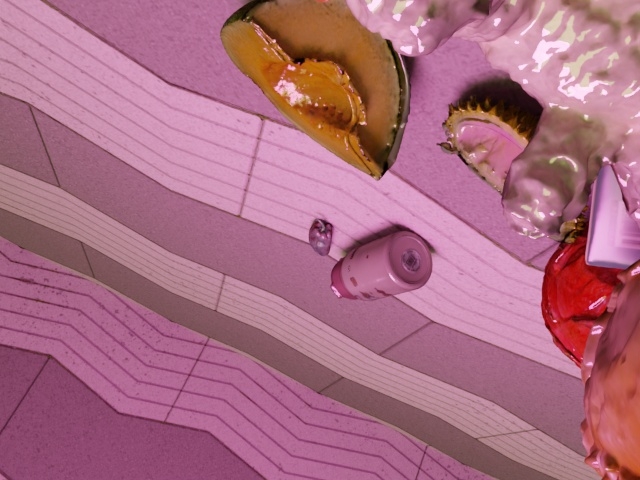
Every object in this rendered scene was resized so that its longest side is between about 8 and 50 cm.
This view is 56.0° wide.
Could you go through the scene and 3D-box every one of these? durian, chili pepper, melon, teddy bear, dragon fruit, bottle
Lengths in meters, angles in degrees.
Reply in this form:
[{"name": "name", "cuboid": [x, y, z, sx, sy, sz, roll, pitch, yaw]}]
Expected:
[{"name": "durian", "cuboid": [0.243, -0.106, 0.723, 0.221, 0.095, 0.137, 40, 151, 23]}, {"name": "chili pepper", "cuboid": [-0.001, 0.000, 1.215, 0.153, 0.041, 0.050, 101, 145, -64]}, {"name": "melon", "cuboid": [-0.003, -0.213, 0.731, 0.265, 0.129, 0.169, 42, 173, -38]}, {"name": "teddy bear", "cuboid": [0.266, -0.096, 0.422, 0.327, 0.375, 0.362, -40, 76, 31]}, {"name": "dragon fruit", "cuboid": [0.404, 0.080, 0.787, 0.241, 0.241, 0.252, 7, 128, 34]}, {"name": "bottle", "cuboid": [0.103, 0.058, 1.151, 0.110, 0.109, 0.233, 34, 154, -17]}]

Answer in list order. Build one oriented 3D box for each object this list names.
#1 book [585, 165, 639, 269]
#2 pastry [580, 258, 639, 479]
[{"name": "book", "cuboid": [0.451, -0.065, 0.540, 0.380, 0.031, 0.264, 10, 120, 29]}, {"name": "pastry", "cuboid": [0.390, 0.134, 0.442, 0.410, 0.244, 0.409, 8, 163, 2]}]
